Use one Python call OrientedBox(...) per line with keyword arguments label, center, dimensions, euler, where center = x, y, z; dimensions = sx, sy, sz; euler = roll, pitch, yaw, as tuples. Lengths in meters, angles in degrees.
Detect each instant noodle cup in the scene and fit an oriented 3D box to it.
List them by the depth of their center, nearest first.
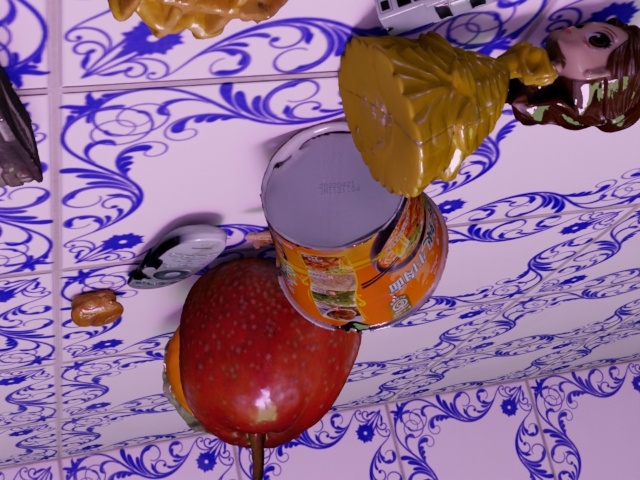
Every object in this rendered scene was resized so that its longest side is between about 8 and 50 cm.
OrientedBox(label="instant noodle cup", center=(0.035, -0.025, 1.172), dimensions=(0.230, 0.230, 0.182), euler=(-15, 151, 6))

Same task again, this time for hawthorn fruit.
OrientedBox(label="hawthorn fruit", center=(-0.080, 0.194, 1.474), dimensions=(0.285, 0.369, 0.285), euler=(3, 151, 2))

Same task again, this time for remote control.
OrientedBox(label="remote control", center=(-0.211, 0.026, 1.390), dimensions=(0.097, 0.045, 0.256), euler=(2, 159, -33))

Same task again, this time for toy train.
OrientedBox(label="toy train", center=(0.153, -0.242, 0.882), dimensions=(0.207, 0.047, 0.043), euler=(-18, 161, 17))

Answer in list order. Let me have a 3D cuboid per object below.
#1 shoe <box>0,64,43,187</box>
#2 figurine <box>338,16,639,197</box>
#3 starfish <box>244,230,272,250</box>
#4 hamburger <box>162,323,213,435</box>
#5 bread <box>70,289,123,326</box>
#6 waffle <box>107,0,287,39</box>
OrientedBox(label="shoe", center=(-0.343, -0.104, 0.847), dimensions=(0.149, 0.109, 0.293), euler=(-16, 165, -7))
OrientedBox(label="figurine", center=(0.199, -0.165, 0.998), dimensions=(0.315, 0.168, 0.187), euler=(-17, -176, -15))
OrientedBox(label="starfish", center=(0.000, 0.000, 1.374), dimensions=(0.236, 0.062, 0.277), euler=(0, -179, -17))
OrientedBox(label="hamburger", center=(-0.163, 0.230, 1.711), dimensions=(0.246, 0.246, 0.170), euler=(-10, 162, -9))
OrientedBox(label="bread", center=(-0.355, 0.108, 1.519), dimensions=(0.083, 0.046, 0.081), euler=(10, 148, -45))
OrientedBox(label="waffle", center=(-0.107, -0.232, 0.731), dimensions=(0.219, 0.057, 0.229), euler=(3, 155, -38))
